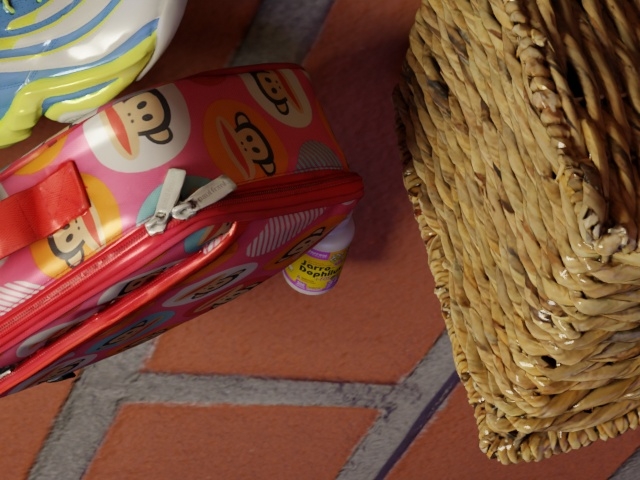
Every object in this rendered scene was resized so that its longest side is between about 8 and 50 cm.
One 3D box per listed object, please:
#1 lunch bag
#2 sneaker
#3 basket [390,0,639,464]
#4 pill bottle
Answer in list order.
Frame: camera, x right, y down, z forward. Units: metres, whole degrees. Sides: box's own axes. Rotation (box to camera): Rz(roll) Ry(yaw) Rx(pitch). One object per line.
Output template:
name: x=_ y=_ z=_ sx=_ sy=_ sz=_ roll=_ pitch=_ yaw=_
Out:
lunch bag: x=-0.142 y=0.001 z=1.100 sx=0.293 sy=0.120 sz=0.258 roll=-31 pitch=170 yaw=30
sneaker: x=-0.194 y=-0.115 z=1.028 sx=0.240 sy=0.091 sz=0.126 roll=-29 pitch=142 yaw=24
basket: x=0.183 y=-0.051 z=1.055 sx=0.213 sy=0.299 sz=0.223 roll=-4 pitch=143 yaw=-15
pill bottle: x=0.000 y=0.000 z=1.295 sx=0.043 sy=0.043 sz=0.083 roll=-2 pitch=144 yaw=-15
